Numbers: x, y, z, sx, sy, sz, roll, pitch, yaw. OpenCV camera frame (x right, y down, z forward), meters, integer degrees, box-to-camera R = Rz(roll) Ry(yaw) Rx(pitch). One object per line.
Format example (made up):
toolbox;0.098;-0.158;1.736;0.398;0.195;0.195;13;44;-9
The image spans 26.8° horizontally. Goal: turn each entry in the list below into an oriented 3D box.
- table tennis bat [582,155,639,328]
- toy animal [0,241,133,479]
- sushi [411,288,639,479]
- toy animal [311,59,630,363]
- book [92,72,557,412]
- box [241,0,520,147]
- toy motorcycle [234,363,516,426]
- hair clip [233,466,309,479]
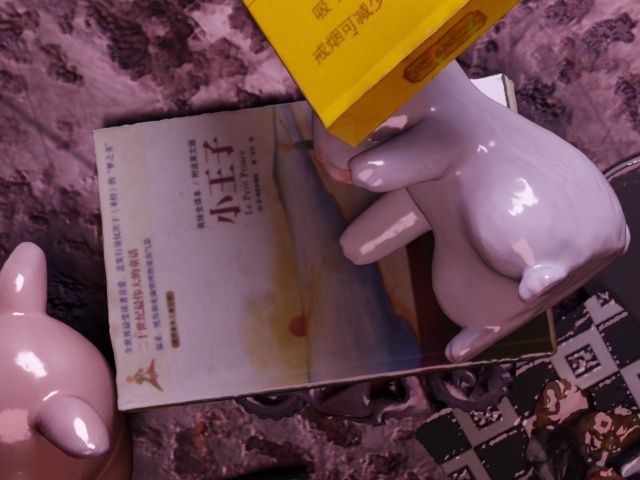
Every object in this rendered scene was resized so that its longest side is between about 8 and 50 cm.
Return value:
table tennis bat;0.300;-0.008;0.941;0.246;0.022;0.138;-10;112;7
toy animal;-0.205;0.148;0.927;0.166;0.154;0.250;45;145;23
sushi;0.196;0.158;1.003;0.192;0.040;0.210;-38;105;8
toy animal;0.052;-0.057;0.816;0.282;0.140;0.138;41;68;9
book;0.000;0.000;0.890;0.289;0.026;0.201;-9;75;3
box;0.003;-0.200;0.762;0.152;0.269;0.043;-41;151;15
toy motorcycle;0.029;0.068;0.949;0.212;0.084;0.118;-5;111;17
hair clip;-0.113;0.228;1.039;0.229;0.039;0.070;-31;107;12
